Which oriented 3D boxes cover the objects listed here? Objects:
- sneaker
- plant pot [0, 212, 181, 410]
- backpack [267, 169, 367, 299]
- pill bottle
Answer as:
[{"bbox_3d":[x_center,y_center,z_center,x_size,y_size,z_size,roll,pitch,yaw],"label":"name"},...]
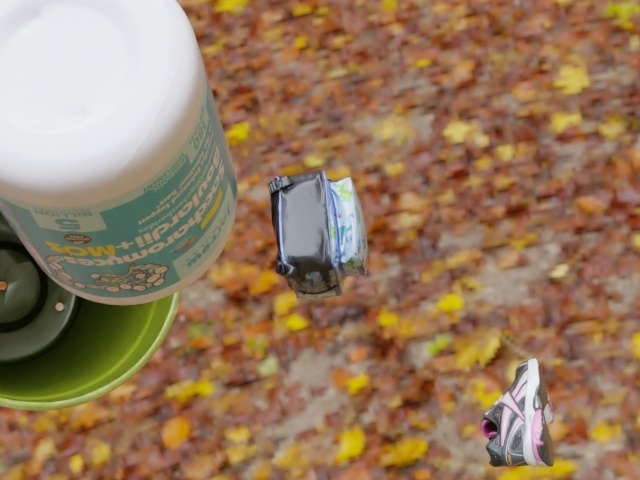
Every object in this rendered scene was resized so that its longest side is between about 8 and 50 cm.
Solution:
[{"bbox_3d":[0.217,0.193,1.651,0.077,0.072,0.178,-12,19,14],"label":"sneaker"},{"bbox_3d":[-0.407,0.050,1.987,0.367,0.366,0.353,-27,3,-21],"label":"plant pot"},{"bbox_3d":[0.000,0.000,1.328,0.084,0.114,0.105,-6,69,0],"label":"backpack"},{"bbox_3d":[-0.129,-0.049,0.904,0.146,0.264,0.146,-2,69,4],"label":"pill bottle"}]
